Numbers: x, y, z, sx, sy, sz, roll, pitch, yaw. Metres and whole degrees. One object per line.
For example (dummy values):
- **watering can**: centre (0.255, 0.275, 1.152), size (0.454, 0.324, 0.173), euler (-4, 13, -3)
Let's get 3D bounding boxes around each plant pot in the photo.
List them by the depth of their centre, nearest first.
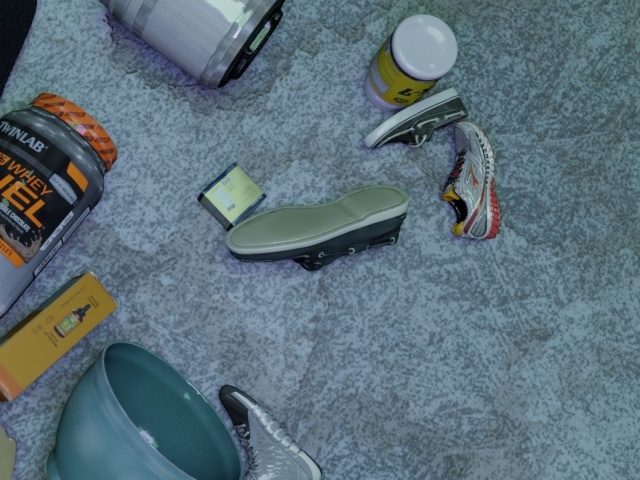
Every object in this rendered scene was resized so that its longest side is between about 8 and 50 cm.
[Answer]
- **plant pot**: centre (-0.289, 0.325, 1.514), size (0.196, 0.293, 0.293), euler (-43, 92, 9)

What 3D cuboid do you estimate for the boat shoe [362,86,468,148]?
- **boat shoe**: centre (0.181, -0.213, 1.833), size (0.219, 0.078, 0.070), euler (-28, 86, -20)

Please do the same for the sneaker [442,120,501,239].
- **sneaker**: centre (0.272, -0.112, 1.830), size (0.093, 0.088, 0.225), euler (-5, 83, -13)

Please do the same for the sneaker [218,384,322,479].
- **sneaker**: centre (-0.113, 0.355, 1.636), size (0.228, 0.086, 0.132), euler (46, 74, -3)

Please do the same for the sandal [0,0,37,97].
- **sandal**: centre (-0.601, -0.258, 1.613), size (0.107, 0.167, 0.445), euler (14, 66, 14)

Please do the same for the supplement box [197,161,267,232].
- **supplement box**: centre (-0.154, -0.074, 1.726), size (0.083, 0.056, 0.083), euler (47, 71, -2)

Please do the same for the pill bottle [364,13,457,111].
- **pill bottle**: centre (0.155, -0.312, 1.777), size (0.119, 0.208, 0.119), euler (3, 78, -14)

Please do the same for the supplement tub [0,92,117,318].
- **supplement tub**: centre (-0.483, -0.058, 1.547), size (0.207, 0.207, 0.338), euler (36, 66, -5)

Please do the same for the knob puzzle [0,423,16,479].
- **knob puzzle**: centre (-0.558, 0.338, 1.522), size (0.213, 0.030, 0.213), euler (-3, 109, -9)

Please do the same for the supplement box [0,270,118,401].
- **supplement box**: centre (-0.435, 0.150, 1.563), size (0.233, 0.080, 0.078), euler (-44, 106, -31)

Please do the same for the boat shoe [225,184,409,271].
- **boat shoe**: centre (-0.002, -0.002, 1.728), size (0.340, 0.127, 0.113), euler (-19, 129, -26)

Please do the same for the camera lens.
- **camera lens**: centre (-0.215, -0.412, 1.694), size (0.274, 0.219, 0.219), euler (36, 72, -5)
